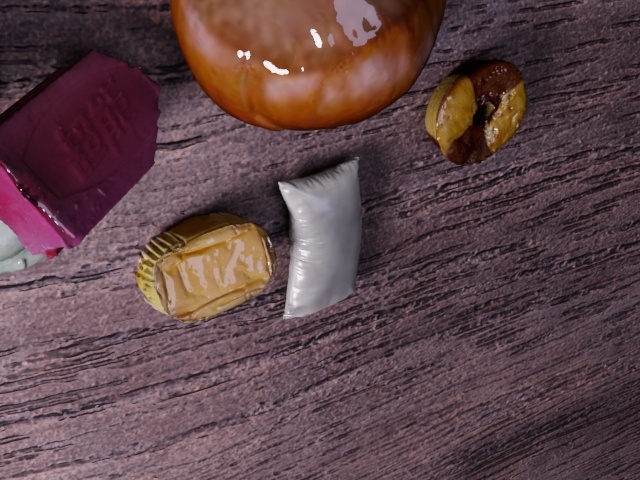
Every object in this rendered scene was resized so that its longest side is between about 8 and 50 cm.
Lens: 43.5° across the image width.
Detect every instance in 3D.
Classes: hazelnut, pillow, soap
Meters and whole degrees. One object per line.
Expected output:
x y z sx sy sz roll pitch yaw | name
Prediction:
-0.008 -0.283 0.993 0.372 0.316 0.372 -17 154 -9 | hazelnut
-0.001 0.000 1.272 0.144 0.078 0.254 -13 121 -24 | pillow
-0.294 -0.119 0.964 0.162 0.099 0.250 49 47 -20 | soap

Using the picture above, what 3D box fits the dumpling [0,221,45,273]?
-0.401 -0.034 1.021 0.216 0.105 0.149 -39 170 -19 | dumpling

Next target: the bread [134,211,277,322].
-0.171 0.036 1.176 0.190 0.114 0.132 -24 115 -28 | bread

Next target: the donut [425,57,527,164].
0.248 -0.213 1.309 0.184 0.073 0.166 -44 127 -4 | donut
